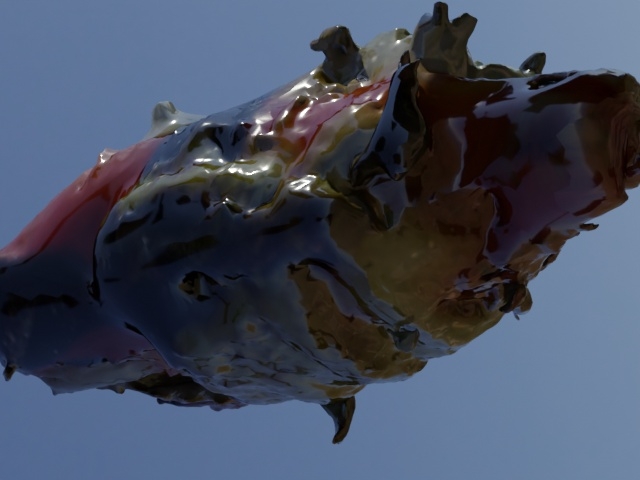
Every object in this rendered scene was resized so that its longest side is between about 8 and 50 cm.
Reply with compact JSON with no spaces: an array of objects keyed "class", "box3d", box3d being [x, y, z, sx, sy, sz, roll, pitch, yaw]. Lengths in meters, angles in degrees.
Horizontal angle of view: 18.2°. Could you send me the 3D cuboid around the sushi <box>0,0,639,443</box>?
[{"class":"sushi","box3d":[0.002,-0.002,0.549,0.097,0.226,0.103,51,-133,-26]}]
